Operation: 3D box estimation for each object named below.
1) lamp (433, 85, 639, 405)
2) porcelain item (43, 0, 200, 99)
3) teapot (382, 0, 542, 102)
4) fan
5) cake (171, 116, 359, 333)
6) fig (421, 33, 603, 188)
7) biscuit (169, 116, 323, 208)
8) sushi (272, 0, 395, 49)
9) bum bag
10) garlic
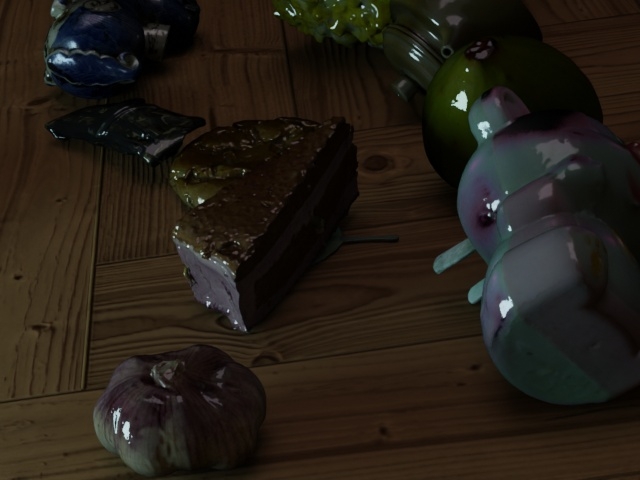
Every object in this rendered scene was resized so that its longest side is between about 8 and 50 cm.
[{"bbox_3d":[0.218,0.018,1.593,0.247,0.247,0.301,-38,28,31],"label":"lamp"},{"bbox_3d":[-0.277,-0.285,2.309,0.186,0.138,0.288,12,26,0],"label":"porcelain item"},{"bbox_3d":[0.154,-0.246,2.092,0.175,0.185,0.268,-45,5,-6],"label":"teapot"},{"bbox_3d":[0.000,0.000,1.841,0.175,0.005,0.113,-3,31,9],"label":"fan"},{"bbox_3d":[-0.049,-0.026,1.775,0.113,0.116,0.295,15,41,29],"label":"cake"},{"bbox_3d":[0.210,-0.153,1.852,0.203,0.225,0.203,-9,52,12],"label":"fig"},{"bbox_3d":[-0.074,-0.094,1.991,0.226,0.042,0.226,-5,28,3],"label":"biscuit"},{"bbox_3d":[0.083,-0.453,2.230,0.240,0.396,0.351,22,45,21],"label":"sushi"},{"bbox_3d":[-0.242,-0.143,2.088,0.248,0.069,0.102,19,54,44],"label":"bum bag"},{"bbox_3d":[-0.127,0.150,1.509,0.159,0.102,0.147,10,32,27],"label":"garlic"}]
